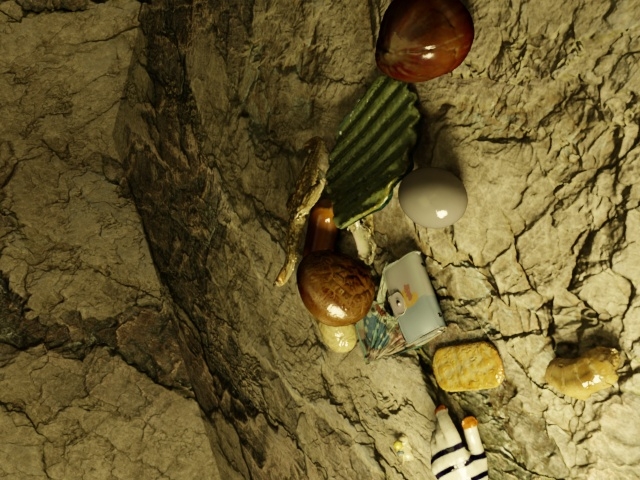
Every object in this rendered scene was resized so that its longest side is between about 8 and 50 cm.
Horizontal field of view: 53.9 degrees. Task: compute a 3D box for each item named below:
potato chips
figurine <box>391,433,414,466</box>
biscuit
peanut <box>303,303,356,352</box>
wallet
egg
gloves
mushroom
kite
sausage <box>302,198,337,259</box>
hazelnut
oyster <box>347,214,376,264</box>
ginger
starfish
[{"bbox_3d":[0.129,-0.236,1.715,0.429,0.070,0.358,-43,46,44],"label":"potato chips"},{"bbox_3d":[0.240,0.617,1.850,0.047,0.050,0.083,-31,73,51],"label":"figurine"},{"bbox_3d":[0.366,0.319,1.587,0.247,0.029,0.118,-28,75,57],"label":"biscuit"},{"bbox_3d":[0.021,0.237,2.018,0.274,0.111,0.125,54,174,32],"label":"peanut"},{"bbox_3d":[0.253,0.157,1.687,0.170,0.069,0.231,-42,58,49],"label":"wallet"},{"bbox_3d":[0.266,-0.105,1.515,0.198,0.146,0.146,40,131,54],"label":"egg"},{"bbox_3d":[0.336,0.533,1.608,0.140,0.131,0.219,-38,76,52],"label":"gloves"},{"bbox_3d":[0.043,0.130,1.826,0.153,0.253,0.253,-52,55,34],"label":"mushroom"},{"bbox_3d":[0.173,0.226,1.879,0.406,0.014,0.368,41,131,46],"label":"kite"},{"bbox_3d":[0.000,0.000,2.007,0.105,0.105,0.274,42,130,45],"label":"sausage"},{"bbox_3d":[0.223,-0.454,1.428,0.229,0.229,0.229,22,117,53],"label":"hazelnut"},{"bbox_3d":[0.127,-0.035,1.830,0.133,0.072,0.209,125,126,-67],"label":"oyster"},{"bbox_3d":[0.530,0.270,1.280,0.190,0.069,0.095,134,142,-53],"label":"ginger"},{"bbox_3d":[-0.073,-0.102,1.996,0.324,0.082,0.432,-95,20,-50],"label":"starfish"}]
